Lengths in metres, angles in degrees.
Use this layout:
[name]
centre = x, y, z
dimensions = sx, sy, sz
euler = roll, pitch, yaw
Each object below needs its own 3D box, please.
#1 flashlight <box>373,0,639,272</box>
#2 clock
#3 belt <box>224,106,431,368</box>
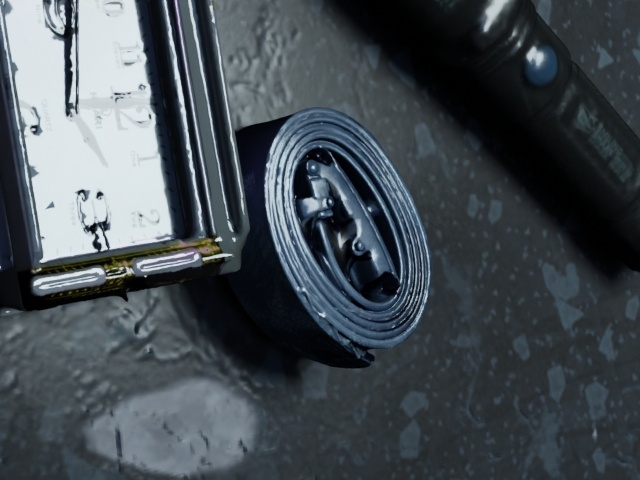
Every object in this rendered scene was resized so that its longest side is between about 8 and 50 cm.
[flashlight]
centre = 0.183, -0.117, 1.205
dimensions = 0.424, 0.103, 0.103
euler = 44, 61, -28
[clock]
centre = -0.154, -0.085, 0.938
dimensions = 0.186, 0.083, 0.253
euler = -10, 92, -39
[belt]
centre = 0.000, 0.000, 1.053
dimensions = 0.141, 0.082, 0.190
euler = -42, 110, -37
